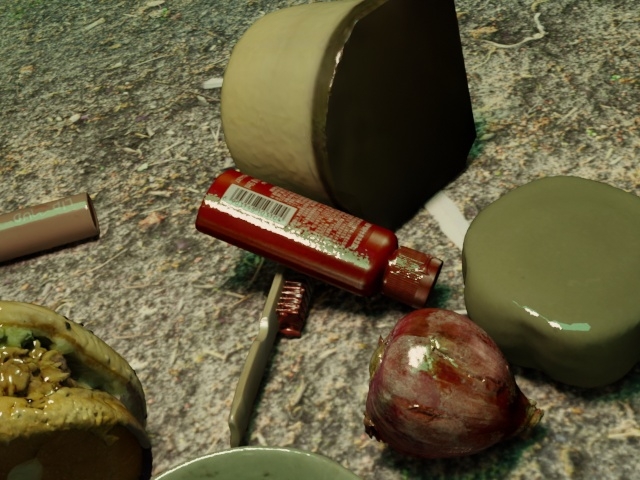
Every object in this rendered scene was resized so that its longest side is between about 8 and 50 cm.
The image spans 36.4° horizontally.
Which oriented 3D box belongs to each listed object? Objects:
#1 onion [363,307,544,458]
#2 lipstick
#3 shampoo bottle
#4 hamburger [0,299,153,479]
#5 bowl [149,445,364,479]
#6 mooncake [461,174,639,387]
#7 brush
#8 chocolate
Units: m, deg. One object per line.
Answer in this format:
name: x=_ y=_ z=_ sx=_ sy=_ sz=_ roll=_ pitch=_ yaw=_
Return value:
onion: x=0.145 y=0.159 z=1.026 sx=0.194 sy=0.159 sz=0.159 roll=19 pitch=41 yaw=0
lipstick: x=-0.469 y=-0.008 z=1.479 sx=0.254 sy=0.070 sz=0.070 roll=-16 pitch=37 yaw=-5
shampoo bottle: x=-0.001 y=0.000 z=1.251 sx=0.314 sy=0.076 sz=0.118 roll=21 pitch=31 yaw=10
hamburger: x=-0.339 y=0.203 z=1.008 sx=0.317 sy=0.277 sz=0.195 roll=-14 pitch=45 yaw=-11
bowl: x=-0.062 y=0.335 z=0.846 sx=0.289 sy=0.146 sz=0.289 roll=-7 pitch=36 yaw=5
mooncake: x=0.294 y=0.048 z=1.133 sx=0.274 sy=0.135 sz=0.275 roll=-7 pitch=40 yaw=6
brush: x=-0.054 y=0.121 z=1.200 sx=0.050 sy=0.060 sz=0.321 roll=8 pitch=40 yaw=9
chocolate: x=0.016 y=-0.206 z=1.406 sx=0.297 sy=0.314 sz=0.326 roll=22 pitch=49 yaw=42
